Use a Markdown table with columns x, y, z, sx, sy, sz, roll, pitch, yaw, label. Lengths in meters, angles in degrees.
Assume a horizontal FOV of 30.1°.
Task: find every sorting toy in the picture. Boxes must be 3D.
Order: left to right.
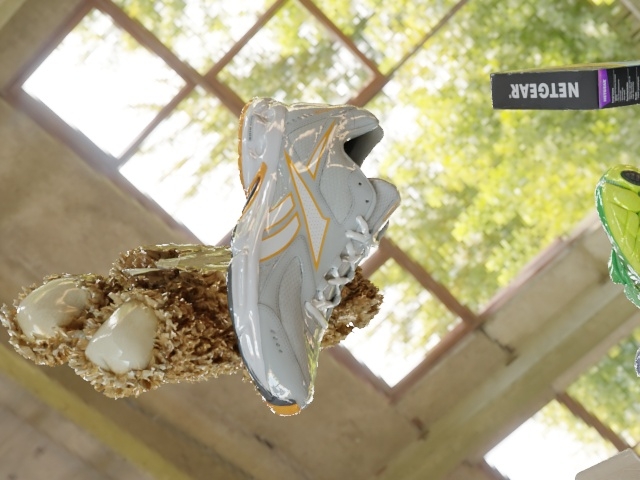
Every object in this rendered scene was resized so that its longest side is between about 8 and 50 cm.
| x | y | z | sx | sy | sz | roll | pitch | yaw | label |
| --- | --- | --- | --- | --- | --- | --- | --- | --- | --- |
| 0.220 | 0.164 | 0.799 | 0.062 | 0.083 | 0.012 | 43 | -137 | -8 | sorting toy |

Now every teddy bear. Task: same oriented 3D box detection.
| x | y | z | sx | sy | sz | roll | pitch | yaw | label |
| --- | --- | --- | --- | --- | --- | --- | --- | --- | --- |
| -0.098 | 0.068 | 0.996 | 0.338 | 0.245 | 0.113 | -24 | -64 | -65 | teddy bear |

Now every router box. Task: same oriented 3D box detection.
| x | y | z | sx | sy | sz | roll | pitch | yaw | label |
| --- | --- | --- | --- | --- | --- | --- | --- | --- | --- |
| 0.290 | -0.167 | 1.282 | 0.133 | 0.046 | 0.179 | -10 | -170 | -29 | router box |

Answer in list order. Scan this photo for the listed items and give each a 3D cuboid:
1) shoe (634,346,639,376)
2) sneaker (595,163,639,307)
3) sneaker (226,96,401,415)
| x | y | z | sx | sy | sz | roll | pitch | yaw | label |
| --- | --- | --- | --- | --- | --- | --- | --- | --- | --- |
| 0.443 | 0.139 | 1.332 | 0.178 | 0.063 | 0.081 | 0 | -173 | -31 | shoe |
| 0.395 | 0.022 | 1.456 | 0.123 | 0.109 | 0.295 | 11 | 150 | 46 | sneaker |
| 0.000 | 0.000 | 0.879 | 0.099 | 0.121 | 0.262 | 71 | -163 | -62 | sneaker |
